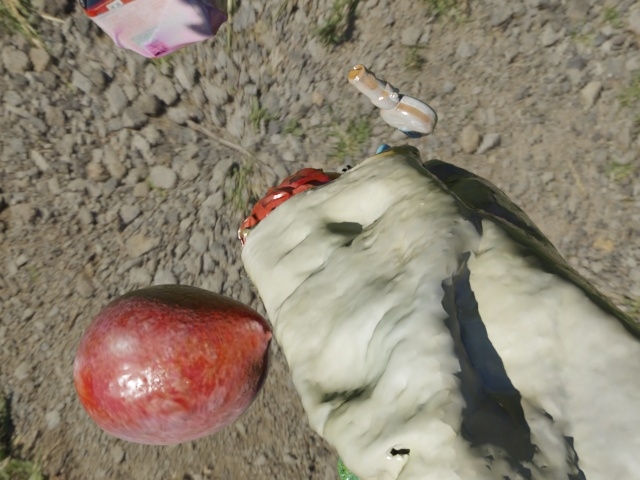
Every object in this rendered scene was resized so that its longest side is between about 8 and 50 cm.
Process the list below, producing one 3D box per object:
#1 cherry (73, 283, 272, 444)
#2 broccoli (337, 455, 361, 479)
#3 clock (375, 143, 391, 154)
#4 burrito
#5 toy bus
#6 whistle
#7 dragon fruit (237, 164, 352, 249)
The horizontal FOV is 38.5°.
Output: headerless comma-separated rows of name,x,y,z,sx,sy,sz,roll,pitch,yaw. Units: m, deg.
cherry,-0.175,0.161,1.150,0.239,0.239,0.206,15,91,-6
broccoli,0.141,0.325,1.431,0.242,0.261,0.269,-18,64,-1
clock,0.088,0.060,0.786,0.223,0.094,0.274,-39,110,-31
burrito,0.085,0.055,0.507,0.190,0.332,0.135,16,108,-23
toy bus,-0.171,-0.343,1.002,0.127,0.302,0.147,-20,137,27
whistle,0.132,-0.243,1.643,0.220,0.107,0.057,32,79,-39
dragon fruit,0.000,0.000,1.093,0.209,0.172,0.172,-32,99,-35
